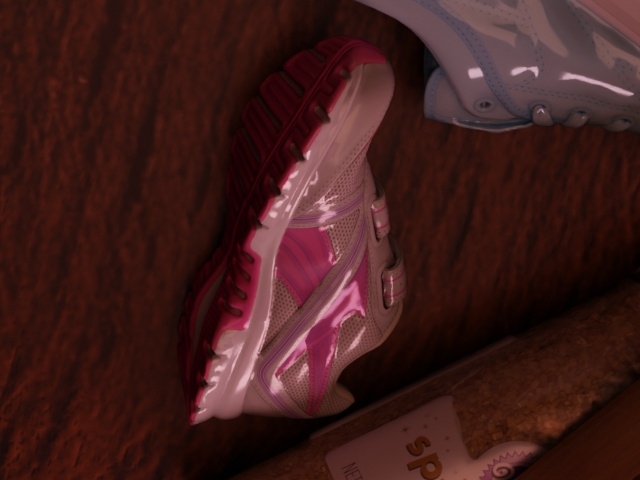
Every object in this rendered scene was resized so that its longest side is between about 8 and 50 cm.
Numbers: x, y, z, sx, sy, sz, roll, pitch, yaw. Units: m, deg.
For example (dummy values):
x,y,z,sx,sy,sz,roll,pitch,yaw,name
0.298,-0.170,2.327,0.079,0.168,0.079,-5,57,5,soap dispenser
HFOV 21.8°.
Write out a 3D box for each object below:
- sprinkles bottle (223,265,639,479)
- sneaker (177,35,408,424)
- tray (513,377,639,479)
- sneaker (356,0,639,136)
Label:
x,y,z,sx,sy,sz,roll,pitch,yaw,name
0.100,0.128,0.986,0.355,0.121,0.121,-26,105,0,sprinkles bottle
0.000,0.000,0.950,0.111,0.103,0.252,10,122,-18,sneaker
0.275,0.241,0.987,0.203,0.076,0.411,-41,121,9,tray
0.134,-0.114,0.946,0.366,0.135,0.150,34,117,-11,sneaker
